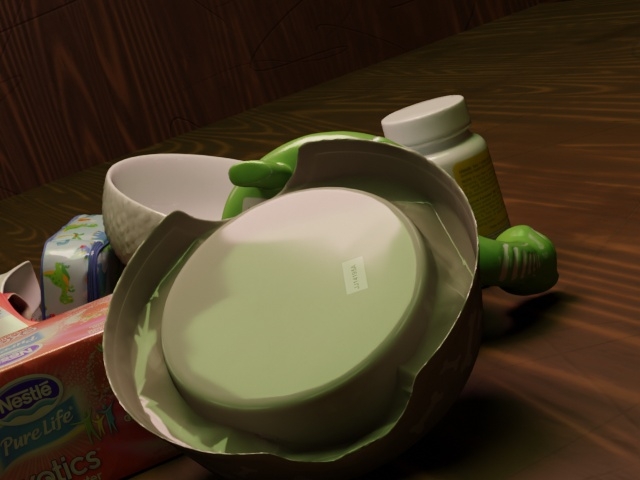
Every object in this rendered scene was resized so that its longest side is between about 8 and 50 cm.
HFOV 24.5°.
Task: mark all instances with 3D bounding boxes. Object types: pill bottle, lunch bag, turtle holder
[{"bbox_3d":[0.147,-0.053,1.696,0.119,0.208,0.119,-17,12,4],"label":"pill bottle"},{"bbox_3d":[-0.290,0.065,1.886,0.090,0.176,0.219,2,14,6],"label":"lunch bag"},{"bbox_3d":[0.062,-0.005,1.548,0.320,0.243,0.227,-25,-6,12],"label":"turtle holder"}]

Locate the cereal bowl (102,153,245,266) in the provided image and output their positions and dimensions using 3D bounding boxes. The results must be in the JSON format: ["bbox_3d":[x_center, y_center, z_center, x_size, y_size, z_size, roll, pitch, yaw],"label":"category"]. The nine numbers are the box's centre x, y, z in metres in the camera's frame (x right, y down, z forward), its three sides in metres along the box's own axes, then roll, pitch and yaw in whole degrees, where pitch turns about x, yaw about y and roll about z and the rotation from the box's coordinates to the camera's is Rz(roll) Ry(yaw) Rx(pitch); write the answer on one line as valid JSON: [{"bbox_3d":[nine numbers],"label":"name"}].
[{"bbox_3d":[-0.107,0.007,1.826,0.339,0.141,0.339,10,16,-3],"label":"cereal bowl"}]

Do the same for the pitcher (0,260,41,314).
[{"bbox_3d":[-0.499,0.103,1.972,0.207,0.125,0.177,-3,33,11],"label":"pitcher"}]

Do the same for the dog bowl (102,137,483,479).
[{"bbox_3d":[-0.014,0.068,1.311,0.349,0.102,0.348,-14,46,15],"label":"dog bowl"}]

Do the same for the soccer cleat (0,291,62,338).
[{"bbox_3d":[-0.419,0.106,1.803,0.318,0.108,0.116,19,76,38],"label":"soccer cleat"}]

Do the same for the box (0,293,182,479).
[{"bbox_3d":[-0.288,0.174,1.448,0.300,0.154,0.142,-21,12,-16],"label":"box"}]

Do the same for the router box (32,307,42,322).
[{"bbox_3d":[-0.482,0.147,2.093,0.133,0.046,0.179,-15,13,11],"label":"router box"}]
